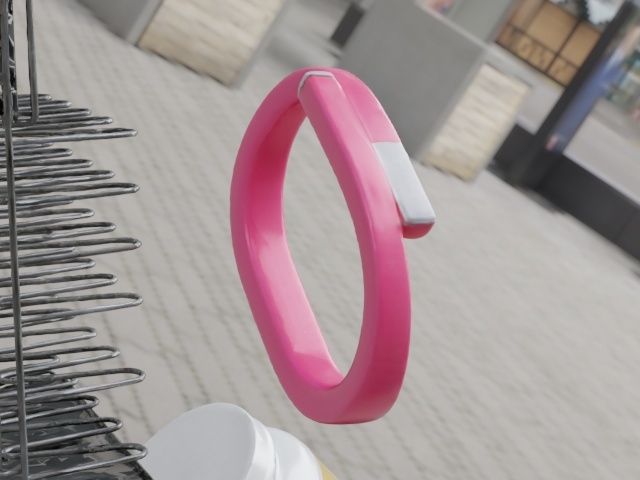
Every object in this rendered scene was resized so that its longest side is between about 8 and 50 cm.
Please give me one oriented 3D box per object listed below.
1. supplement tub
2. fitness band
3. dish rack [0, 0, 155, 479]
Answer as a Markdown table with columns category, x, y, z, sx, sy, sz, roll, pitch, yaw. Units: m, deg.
| category | x | y | z | sx | sy | sz | roll | pitch | yaw |
| --- | --- | --- | --- | --- | --- | --- | --- | --- | --- |
| supplement tub | -0.054 | 0.341 | 1.507 | 0.316 | 0.228 | 0.228 | 48 | 2 | -31 |
| fitness band | 0.000 | 0.000 | 1.065 | 0.054 | 0.209 | 0.291 | 2 | 45 | -27 |
| dish rack | -0.127 | -0.002 | 0.613 | 0.074 | 0.271 | 0.208 | -6 | 13 | -24 |
